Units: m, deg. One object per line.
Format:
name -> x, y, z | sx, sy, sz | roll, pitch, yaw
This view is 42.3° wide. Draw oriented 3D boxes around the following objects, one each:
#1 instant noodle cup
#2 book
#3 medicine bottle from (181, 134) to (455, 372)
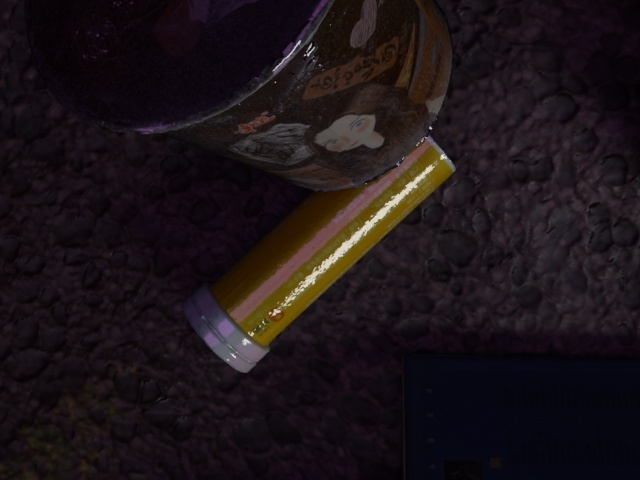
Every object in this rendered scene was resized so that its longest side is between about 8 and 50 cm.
instant noodle cup -> -0.031, -0.138, 0.511 | 0.218, 0.207, 0.217 | -7, 76, 27
book -> 0.192, 0.172, 0.584 | 0.269, 0.025, 0.190 | 0, 58, 4
medicine bottle -> 0.000, 0.000, 0.612 | 0.218, 0.074, 0.074 | -43, 90, 5
